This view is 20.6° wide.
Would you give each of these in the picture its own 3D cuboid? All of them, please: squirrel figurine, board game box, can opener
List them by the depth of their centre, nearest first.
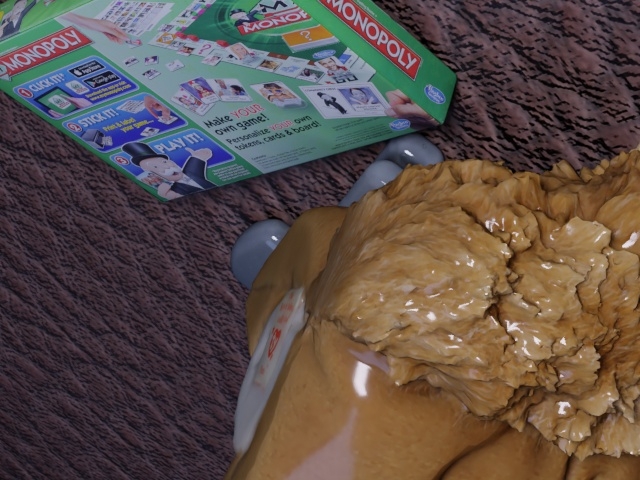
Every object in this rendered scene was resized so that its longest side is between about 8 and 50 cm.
[{"bbox_3d":[0.151,0.113,1.160,0.370,0.281,0.397,21,137,-12],"label":"squirrel figurine"},{"bbox_3d":[-0.088,-0.124,1.258,0.213,0.046,0.317,37,148,-32],"label":"board game box"},{"bbox_3d":[0.000,0.000,1.353,0.093,0.074,0.280,40,144,-4],"label":"can opener"}]
